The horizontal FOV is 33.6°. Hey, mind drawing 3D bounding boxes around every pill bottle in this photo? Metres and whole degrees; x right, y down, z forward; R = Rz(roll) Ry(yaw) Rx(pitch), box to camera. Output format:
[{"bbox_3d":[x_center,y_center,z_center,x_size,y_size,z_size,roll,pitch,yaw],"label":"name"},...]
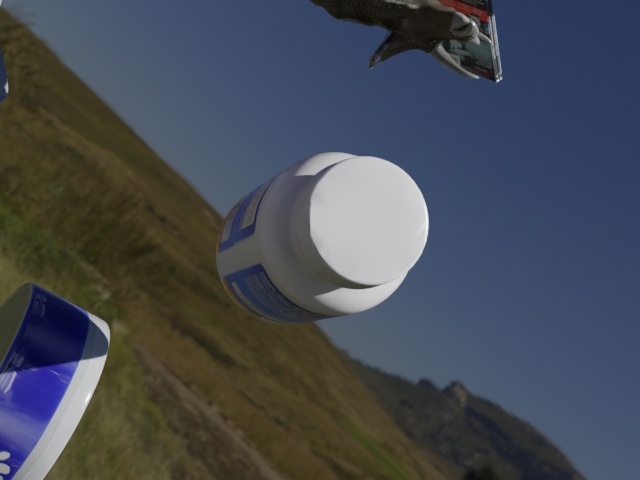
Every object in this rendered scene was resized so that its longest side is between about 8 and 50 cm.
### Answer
[{"bbox_3d":[0.000,0.000,1.018,0.152,0.152,0.272,45,-18,-9],"label":"pill bottle"}]

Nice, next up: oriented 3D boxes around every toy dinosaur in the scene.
[{"bbox_3d":[0.011,-0.262,0.944,0.313,0.121,0.160,58,9,33],"label":"toy dinosaur"}]

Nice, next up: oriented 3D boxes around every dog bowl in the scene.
[{"bbox_3d":[-0.359,0.184,1.219,0.104,0.264,0.265,33,-2,-21],"label":"dog bowl"}]

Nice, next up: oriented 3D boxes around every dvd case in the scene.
[{"bbox_3d":[0.172,-0.249,1.244,0.087,0.013,0.119,31,-33,43],"label":"dvd case"}]

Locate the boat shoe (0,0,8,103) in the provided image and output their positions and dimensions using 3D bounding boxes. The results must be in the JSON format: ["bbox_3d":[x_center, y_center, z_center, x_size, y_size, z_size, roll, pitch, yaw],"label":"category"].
[{"bbox_3d":[-0.380,-0.217,1.076,0.095,0.084,0.258,29,38,-42],"label":"boat shoe"}]
